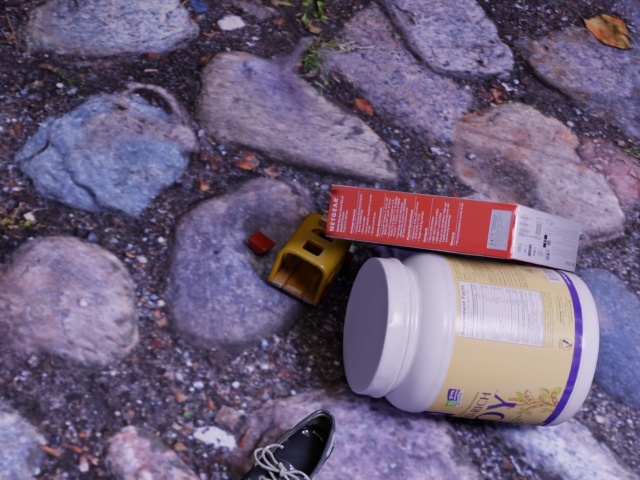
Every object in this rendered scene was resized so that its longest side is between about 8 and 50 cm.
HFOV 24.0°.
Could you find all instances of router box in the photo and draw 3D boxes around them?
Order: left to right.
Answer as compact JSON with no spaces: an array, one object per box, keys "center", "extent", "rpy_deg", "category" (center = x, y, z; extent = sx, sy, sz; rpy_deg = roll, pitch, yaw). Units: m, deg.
[{"center":[0.214,-0.017,2.346],"extent":[0.301,0.082,0.335],"rpy_deg":[7,-1,26],"category":"router box"}]

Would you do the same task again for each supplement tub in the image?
[{"center":[0.222,0.146,2.254],"extent":[0.331,0.241,0.241],"rpy_deg":[8,41,-16],"category":"supplement tub"}]

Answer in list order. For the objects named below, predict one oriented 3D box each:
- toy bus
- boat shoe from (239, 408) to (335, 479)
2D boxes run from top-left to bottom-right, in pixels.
[{"center":[0.000,0.009,2.416],"extent":[0.191,0.104,0.202],"rpy_deg":[-3,46,-28],"category":"toy bus"},{"center":[-0.051,0.323,2.056],"extent":[0.095,0.079,0.254],"rpy_deg":[34,41,14],"category":"boat shoe"}]
